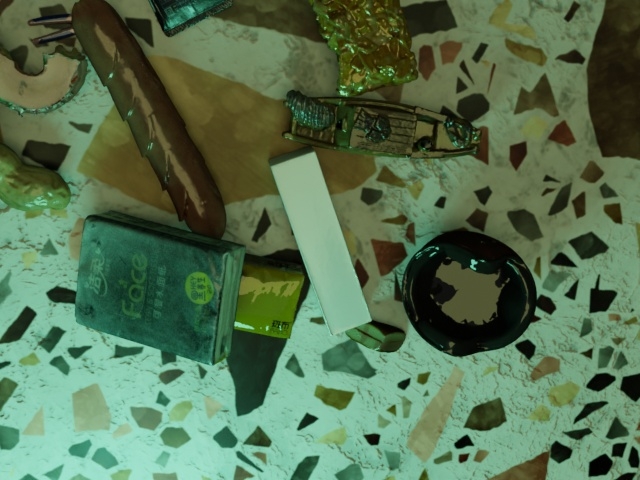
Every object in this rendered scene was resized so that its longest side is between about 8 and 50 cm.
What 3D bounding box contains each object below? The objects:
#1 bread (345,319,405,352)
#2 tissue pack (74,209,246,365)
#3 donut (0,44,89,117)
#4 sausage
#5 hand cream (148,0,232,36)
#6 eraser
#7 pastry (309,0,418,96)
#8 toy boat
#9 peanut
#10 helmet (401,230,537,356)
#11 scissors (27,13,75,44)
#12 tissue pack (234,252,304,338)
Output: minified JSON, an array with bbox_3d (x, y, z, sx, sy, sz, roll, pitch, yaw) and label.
[{"bbox_3d":[0.099,0.164,1.543,0.109,0.062,0.043,18,100,-14],"label":"bread"},{"bbox_3d":[-0.250,0.070,1.418,0.257,0.081,0.185,14,103,20],"label":"tissue pack"},{"bbox_3d":[-0.438,-0.245,1.375,0.166,0.065,0.117,12,104,-14],"label":"donut"},{"bbox_3d":[-0.254,-0.176,1.406,0.088,0.088,0.433,-27,106,1],"label":"sausage"},{"bbox_3d":[-0.244,-0.447,1.355,0.120,0.061,0.271,-24,108,11],"label":"hand cream"},{"bbox_3d":[0.000,0.000,1.481,0.076,0.078,0.298,-20,105,-1],"label":"eraser"},{"bbox_3d":[0.063,-0.350,1.381,0.154,0.102,0.250,-16,95,-4],"label":"pastry"},{"bbox_3d":[0.097,-0.175,1.430,0.321,0.121,0.089,7,97,-8],"label":"toy boat"},{"bbox_3d":[-0.476,-0.097,1.405,0.187,0.082,0.082,29,99,-13],"label":"peanut"},{"bbox_3d":[0.238,0.081,1.468,0.216,0.193,0.189,17,105,1],"label":"helmet"},{"bbox_3d":[-0.387,-0.329,1.391,0.113,0.012,0.039,-13,105,-3],"label":"scissors"},{"bbox_3d":[-0.118,0.087,1.487,0.169,0.082,0.120,11,104,-9],"label":"tissue pack"}]
